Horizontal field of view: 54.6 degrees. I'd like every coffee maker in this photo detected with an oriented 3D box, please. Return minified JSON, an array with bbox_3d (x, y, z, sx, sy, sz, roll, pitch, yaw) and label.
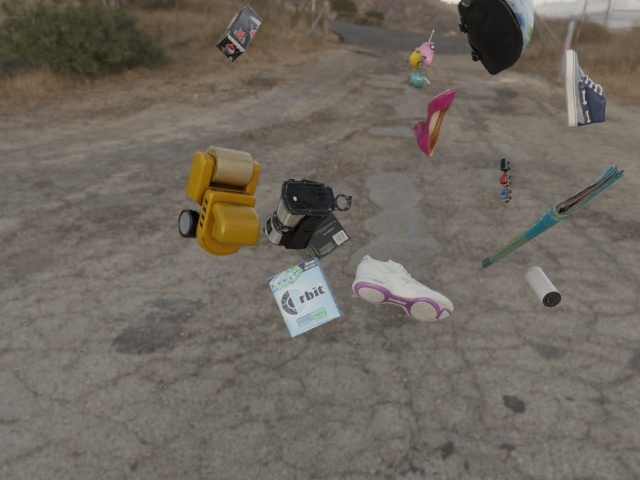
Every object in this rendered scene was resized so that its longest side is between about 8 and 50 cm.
[{"bbox_3d":[-0.037,-0.055,1.524,0.171,0.178,0.120,21,58,-8],"label":"coffee maker"}]

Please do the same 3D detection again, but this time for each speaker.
[{"bbox_3d":[0.613,0.128,1.713,0.055,0.055,0.136,1,27,-4],"label":"speaker"}]

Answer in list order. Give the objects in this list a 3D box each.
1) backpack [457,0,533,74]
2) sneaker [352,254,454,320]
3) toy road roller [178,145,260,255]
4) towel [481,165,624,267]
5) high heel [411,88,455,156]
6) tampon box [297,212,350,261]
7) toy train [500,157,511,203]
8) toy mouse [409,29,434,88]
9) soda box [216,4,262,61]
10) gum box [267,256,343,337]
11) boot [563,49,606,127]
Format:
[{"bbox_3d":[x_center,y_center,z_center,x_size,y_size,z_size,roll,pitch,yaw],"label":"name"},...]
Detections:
[{"bbox_3d":[0.588,-0.775,2.061,0.273,0.290,0.355,-24,31,21],"label":"backpack"},{"bbox_3d":[0.243,0.127,1.760,0.305,0.114,0.152,22,45,-11],"label":"sneaker"},{"bbox_3d":[-0.286,-0.111,1.942,0.203,0.329,0.241,5,16,-39],"label":"toy road roller"},{"bbox_3d":[0.610,-0.056,1.675,0.271,0.040,0.370,-30,-10,-24],"label":"towel"},{"bbox_3d":[0.377,-0.375,1.985,0.082,0.117,0.244,-16,-18,-33],"label":"high heel"},{"bbox_3d":[0.000,0.000,1.900,0.120,0.101,0.161,-34,-3,-17],"label":"tampon box"},{"bbox_3d":[0.594,-0.193,1.992,0.027,0.158,0.036,-16,-29,42],"label":"toy train"},{"bbox_3d":[0.245,-0.428,1.519,0.031,0.161,0.143,9,51,-10],"label":"toy mouse"},{"bbox_3d":[-0.203,-0.526,1.569,0.053,0.060,0.168,-28,32,37],"label":"soda box"},{"bbox_3d":[-0.045,0.162,1.776,0.157,0.184,0.041,-25,-10,10],"label":"gum box"},{"bbox_3d":[0.633,-0.367,1.485,0.086,0.190,0.069,-6,30,19],"label":"boot"}]
